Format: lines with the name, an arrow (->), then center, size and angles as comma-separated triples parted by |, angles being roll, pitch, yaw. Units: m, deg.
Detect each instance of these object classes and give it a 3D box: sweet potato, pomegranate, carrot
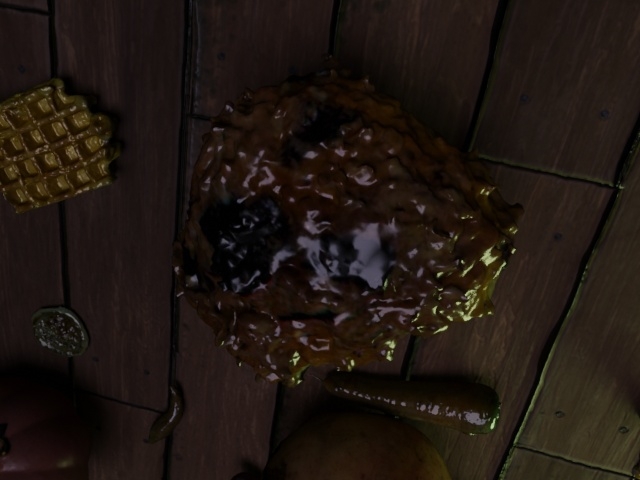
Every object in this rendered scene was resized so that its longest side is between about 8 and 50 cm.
sweet potato -> -0.269, 0.314, 1.067 | 0.041, 0.038, 0.153 | 17, 119, -23
pomegranate -> 0.046, 0.414, 0.917 | 0.322, 0.322, 0.322 | 5, 117, 10
carrot -> 0.122, 0.238, 0.932 | 0.298, 0.078, 0.078 | 7, 118, 15

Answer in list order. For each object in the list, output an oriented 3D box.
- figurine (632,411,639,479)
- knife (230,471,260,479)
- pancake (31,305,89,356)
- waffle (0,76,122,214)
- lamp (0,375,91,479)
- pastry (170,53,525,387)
figurine -> 0.467, 0.287, 0.828 | 0.068, 0.143, 0.101 | 23, 96, 2
knife -> -0.080, 0.521, 1.120 | 0.123, 0.053, 0.278 | -25, 108, 27
pancake -> -0.447, 0.157, 1.038 | 0.108, 0.017, 0.108 | 4, 113, 9
waffle -> -0.376, -0.139, 0.850 | 0.211, 0.055, 0.160 | -15, 113, 20
lamp -> -0.540, 0.391, 1.052 | 0.305, 0.239, 0.305 | -3, 74, 9
pastry -> 0.001, -0.016, 0.702 | 0.405, 0.292, 0.337 | -25, 98, 32
